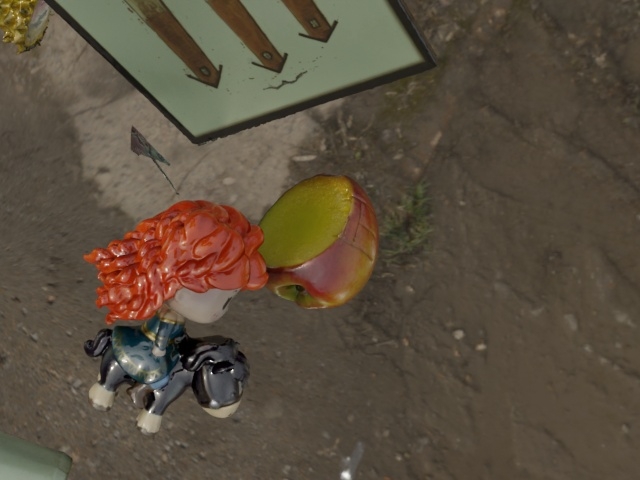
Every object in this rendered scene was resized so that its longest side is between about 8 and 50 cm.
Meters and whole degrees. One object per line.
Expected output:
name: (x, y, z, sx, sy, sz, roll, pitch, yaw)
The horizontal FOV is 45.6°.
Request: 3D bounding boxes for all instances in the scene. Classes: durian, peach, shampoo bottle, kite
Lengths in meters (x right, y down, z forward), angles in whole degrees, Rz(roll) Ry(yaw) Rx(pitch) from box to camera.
durian: (-0.410, -0.353, 1.048, 0.078, 0.224, 0.140, 28, 60, -10)
peach: (0.000, 0.000, 1.543, 0.248, 0.245, 0.275, 21, 74, 14)
shampoo bottle: (-0.375, 0.219, 0.749, 0.234, 0.118, 0.087, 27, 33, -16)
kite: (-0.291, -0.141, 1.317, 0.005, 0.137, 0.152, -38, 75, 11)

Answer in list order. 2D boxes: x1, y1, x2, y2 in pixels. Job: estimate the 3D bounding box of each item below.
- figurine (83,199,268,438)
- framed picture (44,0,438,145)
figurine: (-0.247, 0.135, 1.301, 0.306, 0.241, 0.412, 5, 99, 12)
framed picture: (-0.095, -0.195, 0.522, 0.324, 0.244, 0.013, 45, 43, -42)
